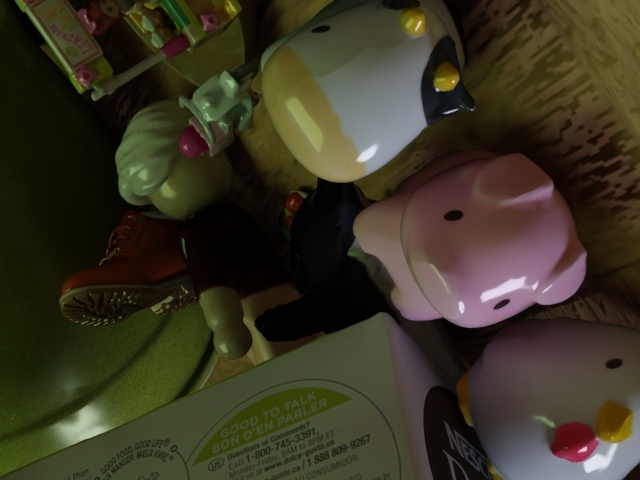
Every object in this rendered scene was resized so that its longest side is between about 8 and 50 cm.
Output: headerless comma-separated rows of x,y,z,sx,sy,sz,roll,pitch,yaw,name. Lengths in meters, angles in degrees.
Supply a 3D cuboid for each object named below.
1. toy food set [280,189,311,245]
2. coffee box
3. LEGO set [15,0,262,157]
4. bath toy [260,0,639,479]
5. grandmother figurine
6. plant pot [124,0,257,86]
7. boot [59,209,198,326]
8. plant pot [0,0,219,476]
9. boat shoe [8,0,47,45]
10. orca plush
0.000,0.000,1.025,0.083,0.020,0.082,46,160,22,toy food set
-0.006,0.300,0.768,0.337,0.338,0.334,45,-153,-45,coffee box
-0.157,-0.170,0.873,0.287,0.107,0.132,48,160,18,LEGO set
0.071,-0.022,0.672,0.129,0.151,0.348,-22,107,36,bath toy
-0.046,0.043,1.078,0.342,0.104,0.208,58,-179,3,grandmother figurine
-0.112,-0.206,0.922,0.236,0.032,0.236,46,159,24,plant pot
-0.155,0.018,1.105,0.059,0.158,0.084,-31,78,32,boot
-0.308,-0.017,1.196,0.366,0.366,0.353,33,152,46,plant pot
-0.330,-0.212,1.303,0.127,0.113,0.340,59,161,-13,boat shoe
0.011,0.049,0.839,0.287,0.102,0.151,40,-154,-75,orca plush
